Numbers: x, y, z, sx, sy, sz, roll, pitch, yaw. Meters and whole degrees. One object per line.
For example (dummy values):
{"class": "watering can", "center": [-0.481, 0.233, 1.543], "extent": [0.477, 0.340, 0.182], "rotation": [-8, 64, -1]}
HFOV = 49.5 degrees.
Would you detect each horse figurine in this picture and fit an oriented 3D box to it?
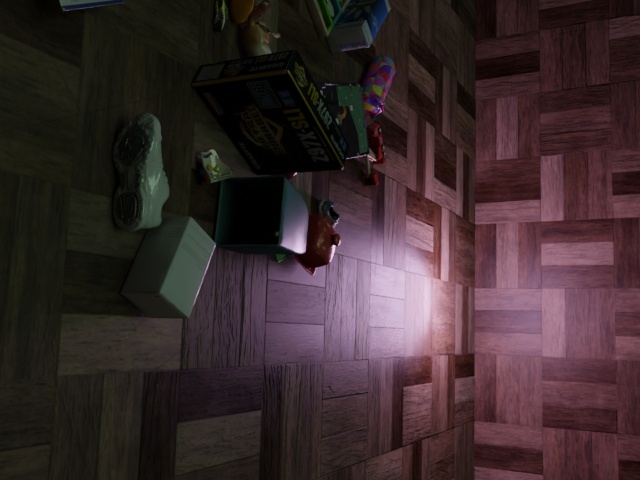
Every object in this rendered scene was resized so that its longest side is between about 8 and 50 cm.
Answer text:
{"class": "horse figurine", "center": [-0.140, -0.476, 1.759], "extent": [0.174, 0.066, 0.263], "rotation": [-41, 119, -64]}

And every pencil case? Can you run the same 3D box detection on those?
{"class": "pencil case", "center": [0.193, -0.529, 2.381], "extent": [0.104, 0.104, 0.236], "rotation": [58, 39, -44]}

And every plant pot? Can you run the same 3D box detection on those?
{"class": "plant pot", "center": [-0.122, -0.041, 1.690], "extent": [0.234, 0.165, 0.166], "rotation": [33, 59, -65]}

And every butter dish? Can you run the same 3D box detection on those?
{"class": "butter dish", "center": [0.000, 0.000, 1.942], "extent": [0.160, 0.118, 0.160], "rotation": [50, 46, -50]}

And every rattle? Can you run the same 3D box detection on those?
{"class": "rattle", "center": [-0.167, -0.641, 1.747], "extent": [0.200, 0.130, 0.143], "rotation": [-105, -166, -58]}

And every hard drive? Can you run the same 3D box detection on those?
{"class": "hard drive", "center": [0.048, -0.364, 2.130], "extent": [0.339, 0.064, 0.237], "rotation": [-23, 109, -60]}

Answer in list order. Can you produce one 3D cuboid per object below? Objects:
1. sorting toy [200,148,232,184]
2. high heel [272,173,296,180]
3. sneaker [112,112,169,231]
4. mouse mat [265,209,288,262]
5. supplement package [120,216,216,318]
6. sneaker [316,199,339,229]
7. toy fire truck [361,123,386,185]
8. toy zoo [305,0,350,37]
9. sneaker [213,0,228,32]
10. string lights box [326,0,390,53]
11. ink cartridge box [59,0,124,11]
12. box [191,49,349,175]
{"class": "sorting toy", "center": [-0.249, -0.170, 1.581], "extent": [0.083, 0.044, 0.075], "rotation": [-27, 105, -59]}
{"class": "high heel", "center": [-0.129, -0.270, 1.810], "extent": [0.244, 0.117, 0.082], "rotation": [58, -6, -26]}
{"class": "sneaker", "center": [-0.344, -0.131, 1.365], "extent": [0.115, 0.090, 0.232], "rotation": [7, 91, -69]}
{"class": "mouse mat", "center": [-0.091, -0.040, 1.905], "extent": [0.189, 0.007, 0.153], "rotation": [-40, 123, -58]}
{"class": "supplement package", "center": [-0.302, 0.055, 1.392], "extent": [0.105, 0.105, 0.179], "rotation": [56, 41, -47]}
{"class": "sneaker", "center": [0.029, -0.057, 2.078], "extent": [0.052, 0.058, 0.135], "rotation": [-46, 128, -54]}
{"class": "toy fire truck", "center": [0.177, -0.296, 2.387], "extent": [0.135, 0.047, 0.192], "rotation": [-40, 123, -55]}
{"class": "toy zoo", "center": [0.024, -0.785, 2.147], "extent": [0.192, 0.030, 0.293], "rotation": [65, 35, -37]}
{"class": "sneaker", "center": [-0.231, -0.531, 1.644], "extent": [0.035, 0.031, 0.083], "rotation": [21, 70, -61]}
{"class": "string lights box", "center": [0.122, -0.702, 2.218], "extent": [0.077, 0.133, 0.260], "rotation": [66, 35, -36]}
{"class": "ink cartridge box", "center": [-0.456, -0.564, 1.188], "extent": [0.165, 0.065, 0.333], "rotation": [-39, 121, -57]}
{"class": "box", "center": [-0.108, -0.287, 1.623], "extent": [0.322, 0.257, 0.079], "rotation": [56, 41, -46]}
